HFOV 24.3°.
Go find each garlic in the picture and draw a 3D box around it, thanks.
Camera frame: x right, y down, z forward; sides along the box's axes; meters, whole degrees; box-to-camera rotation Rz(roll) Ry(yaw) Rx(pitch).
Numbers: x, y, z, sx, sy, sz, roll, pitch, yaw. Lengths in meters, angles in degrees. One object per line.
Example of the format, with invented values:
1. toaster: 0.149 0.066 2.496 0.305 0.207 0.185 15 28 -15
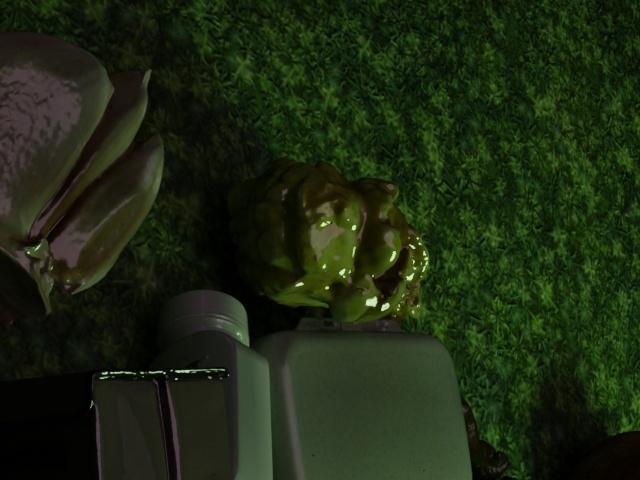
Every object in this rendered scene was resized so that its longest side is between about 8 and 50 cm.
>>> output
1. garlic: -0.309 -0.086 1.576 0.279 0.132 0.325 45 48 -31

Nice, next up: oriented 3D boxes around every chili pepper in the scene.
1. chili pepper: 0.190 0.258 2.095 0.204 0.073 0.072 55 6 -26

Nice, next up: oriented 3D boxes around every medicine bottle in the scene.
1. medicine bottle: 0.041 0.240 1.875 0.375 0.123 0.282 6 70 -50
2. medicine bottle: -0.130 0.199 1.640 0.111 0.161 0.296 35 37 -34

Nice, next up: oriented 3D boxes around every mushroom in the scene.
1. mushroom: 0.499 0.427 2.297 0.283 0.195 0.263 -9 77 -51

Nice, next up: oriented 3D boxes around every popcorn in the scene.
1. popcorn: 0.000 0.000 1.844 0.256 0.255 0.195 58 50 -66
2. popcorn: 0.079 0.068 2.003 0.106 0.116 0.121 -27 139 -43

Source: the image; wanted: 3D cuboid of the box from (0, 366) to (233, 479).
1. box: -0.228 0.208 1.467 0.188 0.252 0.153 3 79 -48

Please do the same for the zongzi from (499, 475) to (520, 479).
1. zongzi: 0.392 0.461 2.054 0.289 0.317 0.154 50 50 -24
